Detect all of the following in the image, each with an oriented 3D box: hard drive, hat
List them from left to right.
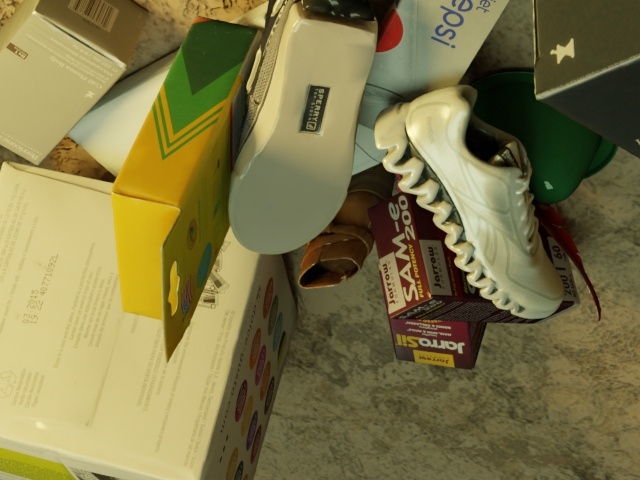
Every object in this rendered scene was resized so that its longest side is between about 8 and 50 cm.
[{"bbox_3d":[-0.103,-0.128,2.191,0.353,0.047,0.233,-22,126,41],"label":"hard drive"},{"bbox_3d":[0.227,-0.055,2.024,0.208,0.183,0.173,14,143,7],"label":"hat"}]

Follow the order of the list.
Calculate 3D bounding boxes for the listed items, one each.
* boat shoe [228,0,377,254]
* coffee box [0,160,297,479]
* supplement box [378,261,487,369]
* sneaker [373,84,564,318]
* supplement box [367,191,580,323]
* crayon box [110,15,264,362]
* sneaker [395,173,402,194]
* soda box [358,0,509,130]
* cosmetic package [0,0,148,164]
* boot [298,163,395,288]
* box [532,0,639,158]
[{"bbox_3d":[-0.019,-0.154,1.993,0.127,0.158,0.340,11,130,-14],"label":"boat shoe"},{"bbox_3d":[-0.240,0.150,2.294,0.338,0.337,0.334,12,158,10],"label":"coffee box"},{"bbox_3d":[0.138,0.065,2.292,0.104,0.081,0.188,6,140,16],"label":"supplement box"},{"bbox_3d":[0.179,-0.038,1.974,0.118,0.110,0.292,-28,114,25],"label":"sneaker"},{"bbox_3d":[0.172,0.020,2.096,0.239,0.130,0.073,3,157,-41],"label":"supplement box"},{"bbox_3d":[-0.144,-0.057,2.000,0.081,0.318,0.202,14,141,9],"label":"crayon box"},{"bbox_3d":[0.127,-0.050,2.157,0.063,0.075,0.170,48,153,36],"label":"sneaker"},{"bbox_3d":[0.117,-0.222,1.945,0.098,0.091,0.286,25,142,-5],"label":"soda box"},{"bbox_3d":[-0.310,-0.200,2.150,0.127,0.107,0.238,29,138,-16],"label":"cosmetic package"},{"bbox_3d":[0.000,0.000,2.214,0.073,0.152,0.197,36,139,-20],"label":"boot"},{"bbox_3d":[0.372,-0.210,1.592,0.212,0.293,0.395,-20,149,40],"label":"box"}]
